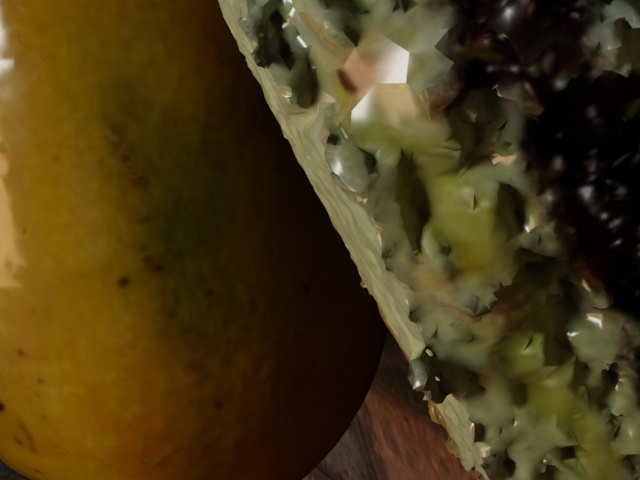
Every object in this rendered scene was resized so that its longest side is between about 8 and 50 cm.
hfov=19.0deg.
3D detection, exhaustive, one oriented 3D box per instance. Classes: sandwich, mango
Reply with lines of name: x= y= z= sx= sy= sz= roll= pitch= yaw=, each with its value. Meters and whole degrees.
sandwich: x=0.042 y=-0.066 z=0.632 sx=0.325 sy=0.131 sz=0.262 roll=63 pitch=180 yaw=22
mango: x=-0.091 y=-0.078 z=0.923 sx=0.300 sy=0.232 sz=0.445 roll=-43 pitch=-51 yaw=-68
